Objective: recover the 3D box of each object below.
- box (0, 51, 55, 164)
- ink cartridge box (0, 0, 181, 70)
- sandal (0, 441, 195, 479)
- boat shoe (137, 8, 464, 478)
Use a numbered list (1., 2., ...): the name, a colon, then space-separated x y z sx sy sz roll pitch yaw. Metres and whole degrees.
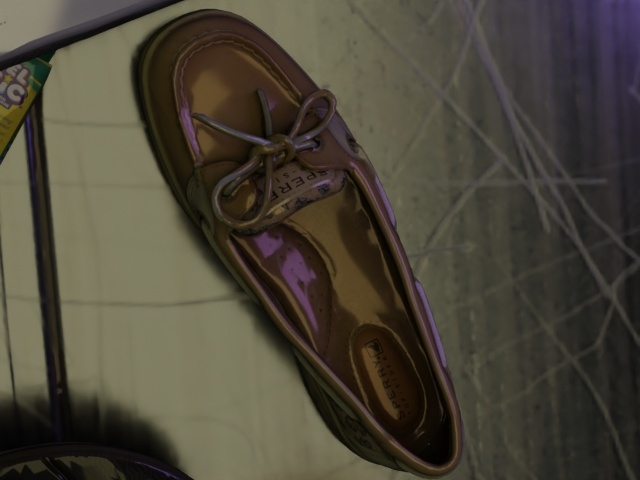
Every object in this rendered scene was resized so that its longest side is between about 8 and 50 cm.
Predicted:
1. box: -0.218 -0.061 0.893 0.105 0.043 0.179 30 85 -13
2. ink cartridge box: -0.209 -0.240 0.839 0.330 0.071 0.324 -24 95 -18
3. sandal: -0.199 0.166 0.900 0.302 0.086 0.120 -8 102 2
4. boat shoe: 0.000 0.000 0.923 0.104 0.089 0.285 -34 101 -8
